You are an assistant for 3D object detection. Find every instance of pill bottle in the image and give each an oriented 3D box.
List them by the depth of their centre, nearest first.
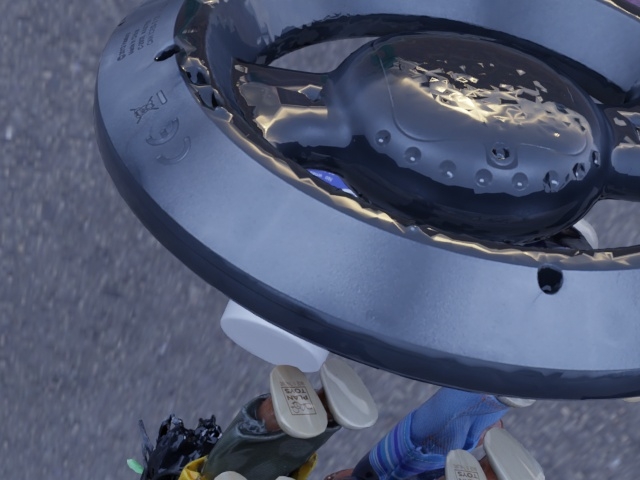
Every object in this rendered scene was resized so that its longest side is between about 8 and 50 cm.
[{"bbox_3d":[0.000,0.000,1.295,0.112,0.112,0.187,25,69,-1],"label":"pill bottle"}]

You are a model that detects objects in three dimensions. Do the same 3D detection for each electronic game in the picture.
[{"bbox_3d":[0.044,-0.031,0.528,0.229,0.048,0.229,9,35,-7],"label":"electronic game"}]

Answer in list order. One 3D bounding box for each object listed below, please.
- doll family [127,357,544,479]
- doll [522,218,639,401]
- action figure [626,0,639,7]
[{"bbox_3d":[-0.001,0.082,0.520,0.193,0.111,0.076,1,53,-39],"label":"doll family"},{"bbox_3d":[0.148,0.030,0.932,0.129,0.189,0.046,43,100,-15],"label":"doll"},{"bbox_3d":[0.282,-0.239,1.193,0.275,0.370,0.248,-33,109,-48],"label":"action figure"}]
